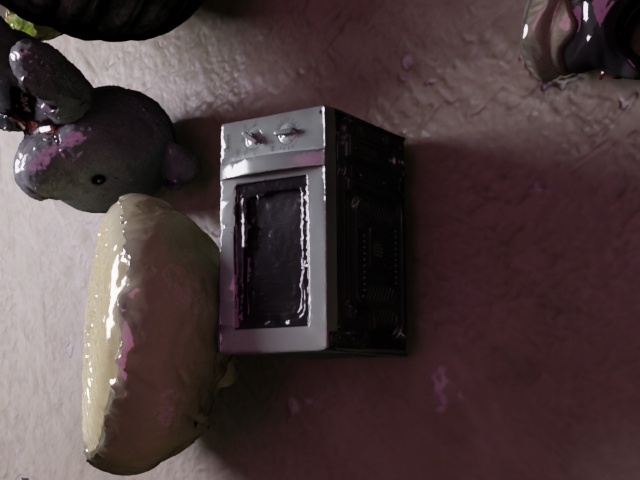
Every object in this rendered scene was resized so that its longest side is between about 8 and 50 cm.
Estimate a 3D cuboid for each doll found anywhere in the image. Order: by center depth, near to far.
[{"bbox_3d":[-0.307,-0.130,1.056,0.246,0.340,0.158,-6,59,50],"label":"doll"}]

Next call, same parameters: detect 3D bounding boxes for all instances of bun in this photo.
[{"bbox_3d":[-0.153,0.091,0.987,0.287,0.146,0.287,-174,90,-71],"label":"bun"}]

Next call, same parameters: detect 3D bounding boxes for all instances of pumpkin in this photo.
[{"bbox_3d":[-0.255,-0.306,1.065,0.296,0.296,0.295,-6,79,33],"label":"pumpkin"}]

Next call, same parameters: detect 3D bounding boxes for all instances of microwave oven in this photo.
[{"bbox_3d":[0.000,0.000,0.914,0.122,0.162,0.208,-6,80,34],"label":"microwave oven"}]

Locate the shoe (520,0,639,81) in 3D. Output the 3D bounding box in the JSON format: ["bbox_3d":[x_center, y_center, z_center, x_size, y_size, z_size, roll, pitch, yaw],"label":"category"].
[{"bbox_3d":[0.248,-0.229,0.831,0.112,0.099,0.227,27,102,27],"label":"shoe"}]

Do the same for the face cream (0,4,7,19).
[{"bbox_3d":[-0.325,-0.445,1.222,0.370,0.145,0.145,-43,61,19],"label":"face cream"}]
